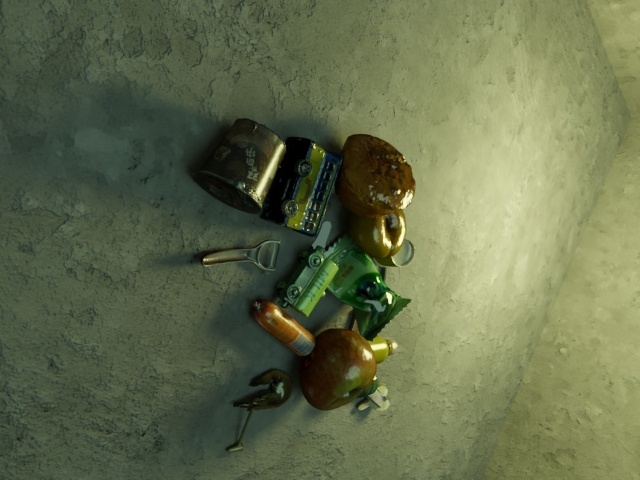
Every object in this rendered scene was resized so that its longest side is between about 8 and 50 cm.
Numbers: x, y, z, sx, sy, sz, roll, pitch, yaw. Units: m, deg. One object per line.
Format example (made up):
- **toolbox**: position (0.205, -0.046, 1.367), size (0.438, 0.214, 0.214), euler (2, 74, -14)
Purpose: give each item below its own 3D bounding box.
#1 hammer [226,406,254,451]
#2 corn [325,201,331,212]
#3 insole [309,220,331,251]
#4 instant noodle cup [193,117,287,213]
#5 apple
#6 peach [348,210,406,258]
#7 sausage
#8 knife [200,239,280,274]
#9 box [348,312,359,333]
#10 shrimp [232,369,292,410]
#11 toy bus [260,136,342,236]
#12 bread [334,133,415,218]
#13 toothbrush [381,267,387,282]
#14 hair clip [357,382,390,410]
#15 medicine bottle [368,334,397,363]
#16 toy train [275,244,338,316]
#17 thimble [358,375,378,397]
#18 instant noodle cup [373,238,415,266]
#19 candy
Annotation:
- **hammer**: position (-0.275, 0.658, 1.720), size (0.060, 0.028, 0.195), euler (7, 112, -38)
- **corn**: position (0.010, -0.108, 1.755), size (0.083, 0.027, 0.028), euler (-49, 151, -19)
- **insole**: position (0.000, 0.000, 1.787), size (0.053, 0.002, 0.152), euler (23, 85, -25)
- **instant noodle cup**: position (-0.216, -0.213, 1.404), size (0.217, 0.218, 0.207), euler (42, 68, -41)
- **apple**: position (0.054, 0.470, 1.845), size (0.309, 0.250, 0.277), euler (-36, 149, 3)
- **peach**: position (0.213, -0.053, 1.828), size (0.251, 0.153, 0.250), euler (15, 64, -34)
- **sausage**: position (-0.137, 0.294, 1.710), size (0.092, 0.093, 0.312), euler (-55, 132, -14)
- **knife**: position (-0.258, 0.058, 1.551), size (0.278, 0.053, 0.123), euler (-2, 109, -41)
- **box**: position (0.147, 0.335, 2.020), size (0.048, 0.025, 0.114), euler (16, 92, -45)
- **shrimp**: position (-0.190, 0.534, 1.761), size (0.255, 0.059, 0.145), euler (13, 92, -44)
- **toy bus**: position (-0.062, -0.173, 1.595), size (0.175, 0.138, 0.287), euler (18, 91, -42)
- **bread**: position (0.181, -0.218, 1.694), size (0.313, 0.172, 0.311), euler (16, 54, -24)
- **toothbrush**: position (0.264, 0.174, 2.073), size (0.030, 0.031, 0.296), euler (-16, 115, -65)
- **hair clip**: position (0.230, 0.691, 2.180), size (0.159, 0.071, 0.218), euler (-50, 124, -11)
- **medicine bottle**: position (0.231, 0.455, 2.067), size (0.213, 0.122, 0.121), euler (4, 100, -43)
- **toy train**: position (-0.040, 0.148, 1.721), size (0.157, 0.105, 0.253), euler (42, 71, -25)
- **thimble**: position (0.164, 0.580, 2.038), size (0.090, 0.135, 0.118), euler (1, 98, -43)
- **instant noodle cup**: position (0.296, 0.040, 1.973), size (0.152, 0.122, 0.151), euler (-2, 95, -26)
- **candy**: position (0.149, 0.164, 1.879), size (0.263, 0.172, 0.397), euler (-48, 116, -28)
